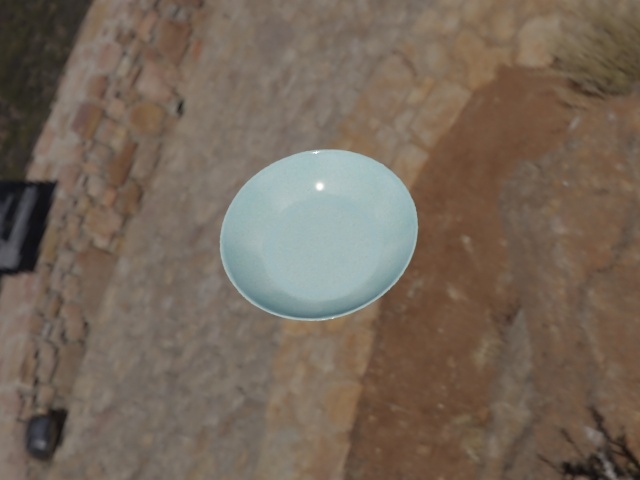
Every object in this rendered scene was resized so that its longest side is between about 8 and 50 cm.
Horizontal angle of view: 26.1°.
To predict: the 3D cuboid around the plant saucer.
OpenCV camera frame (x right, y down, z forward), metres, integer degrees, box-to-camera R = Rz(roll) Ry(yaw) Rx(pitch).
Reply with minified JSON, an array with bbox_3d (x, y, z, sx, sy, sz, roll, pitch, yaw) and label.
[{"bbox_3d":[0.000,0.000,1.351,0.195,0.037,0.195,-4,59,7],"label":"plant saucer"}]
